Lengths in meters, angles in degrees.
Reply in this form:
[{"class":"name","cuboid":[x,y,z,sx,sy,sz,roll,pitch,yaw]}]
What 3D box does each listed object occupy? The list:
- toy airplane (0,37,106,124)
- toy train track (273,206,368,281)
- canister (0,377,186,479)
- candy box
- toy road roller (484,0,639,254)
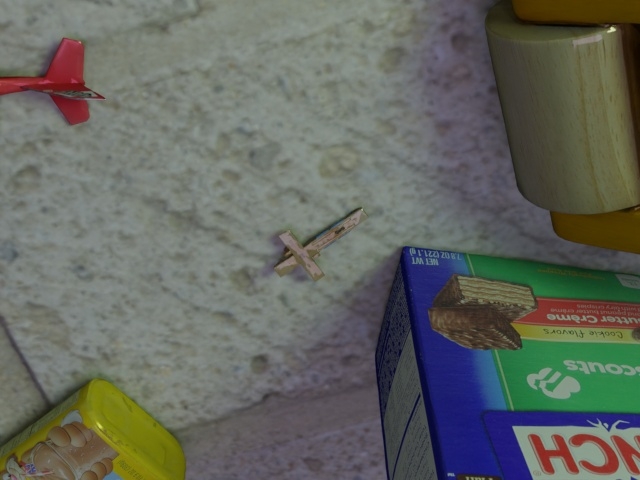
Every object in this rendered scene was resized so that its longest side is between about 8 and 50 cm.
[{"class":"toy airplane","cuboid":[-0.224,-0.110,0.743,0.151,0.028,0.151,-1,127,-1]},{"class":"toy train track","cuboid":[0.000,0.000,0.824,0.083,0.014,0.048,-34,109,11]},{"class":"canister","cuboid":[-0.215,0.205,0.905,0.170,0.073,0.126,-36,115,16]},{"class":"candy box","cuboid":[0.186,0.141,0.735,0.268,0.317,0.122,7,120,-6]},{"class":"toy road roller","cuboid":[0.297,-0.122,0.684,0.330,0.240,0.202,9,129,38]}]
